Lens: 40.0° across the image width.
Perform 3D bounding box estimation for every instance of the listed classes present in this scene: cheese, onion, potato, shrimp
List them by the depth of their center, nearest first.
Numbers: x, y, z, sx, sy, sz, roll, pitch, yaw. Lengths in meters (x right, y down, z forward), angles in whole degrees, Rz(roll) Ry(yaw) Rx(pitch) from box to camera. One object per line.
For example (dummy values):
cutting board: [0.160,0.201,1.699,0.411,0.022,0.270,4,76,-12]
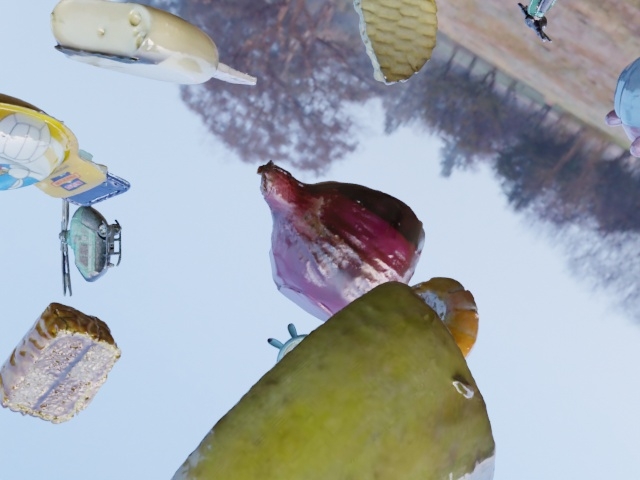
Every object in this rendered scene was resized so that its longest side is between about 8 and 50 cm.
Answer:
potato: [-0.004,0.203,0.610,0.255,0.269,0.112,-29,-136,-30]
cheese: [-0.134,-0.175,0.837,0.127,0.054,0.251,13,-175,23]
cheese: [-0.328,-0.094,0.967,0.270,0.177,0.069,27,-129,-54]
onion: [0.000,0.000,1.006,0.218,0.139,0.195,40,162,-23]
shrimp: [0.108,0.128,1.172,0.068,0.249,0.150,38,-133,-35]

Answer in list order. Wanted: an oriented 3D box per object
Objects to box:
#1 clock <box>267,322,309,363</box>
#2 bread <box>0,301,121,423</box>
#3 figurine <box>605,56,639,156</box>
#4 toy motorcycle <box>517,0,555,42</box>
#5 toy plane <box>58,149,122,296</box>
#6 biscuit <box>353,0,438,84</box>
clock: [-0.031,0.219,1.600,0.147,0.108,0.045,50,173,10]
bread: [-0.485,0.229,1.634,0.181,0.222,0.096,27,-163,-46]
figurine: [0.387,-0.157,0.791,0.205,0.260,0.102,-87,-24,-58]
toy motorcycle: [0.227,-0.302,1.008,0.058,0.100,0.173,-19,-137,-38]
toy plane: [-0.370,-0.027,1.394,0.096,0.235,0.060,1,-177,9]
biscuit: [0.140,-0.432,1.647,0.187,0.273,0.036,-17,-178,-28]
